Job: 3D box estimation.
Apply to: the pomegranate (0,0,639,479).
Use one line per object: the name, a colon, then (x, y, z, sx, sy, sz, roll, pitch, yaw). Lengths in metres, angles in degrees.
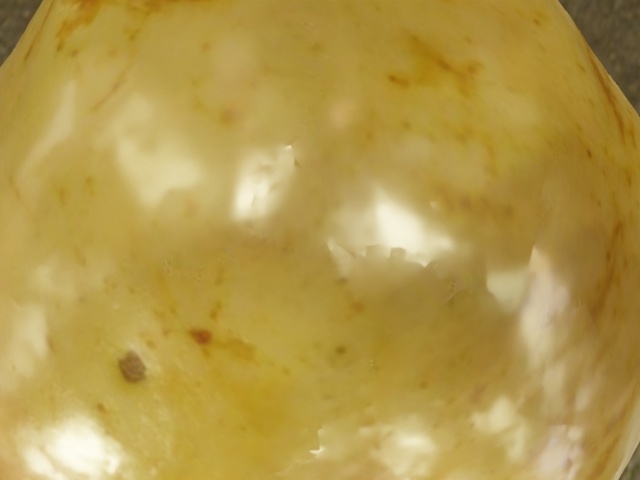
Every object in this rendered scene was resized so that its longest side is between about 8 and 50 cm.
pomegranate: (0.000, 0.000, 0.762, 0.343, 0.342, 0.342, 8, 125, 12)
